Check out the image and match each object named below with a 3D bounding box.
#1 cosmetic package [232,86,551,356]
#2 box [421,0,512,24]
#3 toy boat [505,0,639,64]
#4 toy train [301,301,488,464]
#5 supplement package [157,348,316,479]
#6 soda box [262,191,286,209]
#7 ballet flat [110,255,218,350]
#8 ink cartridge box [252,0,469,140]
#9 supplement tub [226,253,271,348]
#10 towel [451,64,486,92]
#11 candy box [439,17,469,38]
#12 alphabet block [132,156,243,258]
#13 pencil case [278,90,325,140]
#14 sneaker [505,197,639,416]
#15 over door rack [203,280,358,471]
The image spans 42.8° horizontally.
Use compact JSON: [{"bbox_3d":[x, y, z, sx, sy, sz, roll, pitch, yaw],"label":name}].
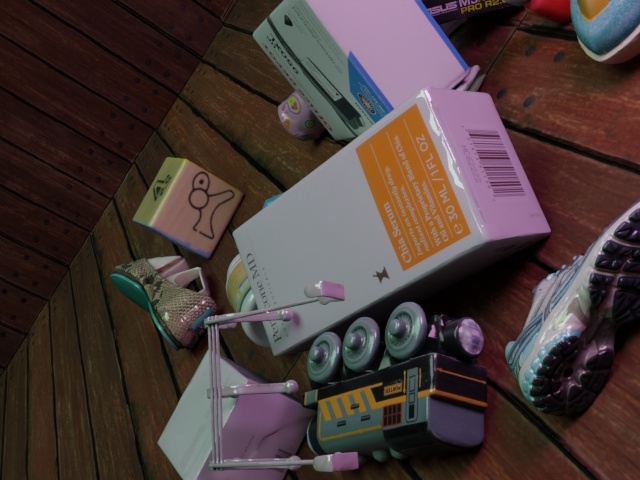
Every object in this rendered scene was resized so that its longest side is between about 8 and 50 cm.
[{"bbox_3d":[0.083,-0.012,1.223,0.453,0.161,0.230,-35,70,42],"label":"cosmetic package"},{"bbox_3d":[0.274,-0.509,1.515,0.216,0.060,0.270,-12,43,12],"label":"box"},{"bbox_3d":[0.386,-0.379,1.173,0.318,0.148,0.267,6,81,66],"label":"toy boat"},{"bbox_3d":[0.091,0.208,1.123,0.334,0.142,0.190,-27,49,48],"label":"toy train"},{"bbox_3d":[-0.146,0.322,1.390,0.194,0.149,0.203,-62,26,-6],"label":"supplement package"},{"bbox_3d":[-0.048,-0.063,1.721,0.210,0.067,0.071,-18,47,55],"label":"soda box"},{"bbox_3d":[-0.372,0.126,2.032,0.182,0.164,0.483,-42,29,-14],"label":"ballet flat"},{"bbox_3d":[0.054,-0.346,1.485,0.166,0.285,0.395,-41,12,-9],"label":"ink cartridge box"},{"bbox_3d":[-0.098,0.102,1.545,0.144,0.144,0.200,-56,26,7],"label":"supplement tub"},{"bbox_3d":[0.127,-0.179,1.431,0.325,0.038,0.248,-29,16,35],"label":"towel"},{"bbox_3d":[0.216,-0.458,1.669,0.233,0.071,0.159,-41,32,31],"label":"candy box"},{"bbox_3d":[-0.348,-0.087,2.138,0.197,0.192,0.193,-62,28,-7],"label":"alphabet block"},{"bbox_3d":[0.029,-0.344,1.831,0.284,0.124,0.124,-40,32,32],"label":"pencil case"},{"bbox_3d":[0.302,0.054,0.937,0.283,0.110,0.122,-56,23,7],"label":"sneaker"},{"bbox_3d":[-0.051,0.205,1.151,0.324,0.108,0.240,-20,70,51],"label":"over door rack"}]
